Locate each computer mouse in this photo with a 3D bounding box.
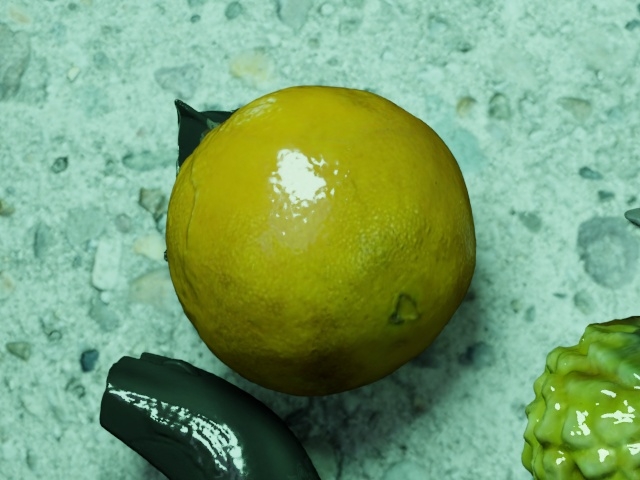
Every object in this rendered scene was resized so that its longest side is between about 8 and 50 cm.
[{"bbox_3d":[-0.076,0.169,1.572,0.264,0.147,0.088,37,109,19],"label":"computer mouse"}]

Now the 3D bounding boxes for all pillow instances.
[{"bbox_3d":[-0.092,-0.053,1.685,0.090,0.048,0.150,-2,80,21],"label":"pillow"}]

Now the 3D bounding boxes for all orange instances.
[{"bbox_3d":[0.000,0.000,1.540,0.261,0.261,0.261,-3,76,13],"label":"orange"}]

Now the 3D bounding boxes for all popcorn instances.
[{"bbox_3d":[0.258,0.152,1.469,0.189,0.218,0.169,14,106,1],"label":"popcorn"}]

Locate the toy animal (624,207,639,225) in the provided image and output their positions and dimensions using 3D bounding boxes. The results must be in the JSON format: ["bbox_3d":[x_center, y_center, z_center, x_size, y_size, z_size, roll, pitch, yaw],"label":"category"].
[{"bbox_3d":[0.370,0.039,1.447,0.206,0.367,0.081,-10,114,2],"label":"toy animal"}]
